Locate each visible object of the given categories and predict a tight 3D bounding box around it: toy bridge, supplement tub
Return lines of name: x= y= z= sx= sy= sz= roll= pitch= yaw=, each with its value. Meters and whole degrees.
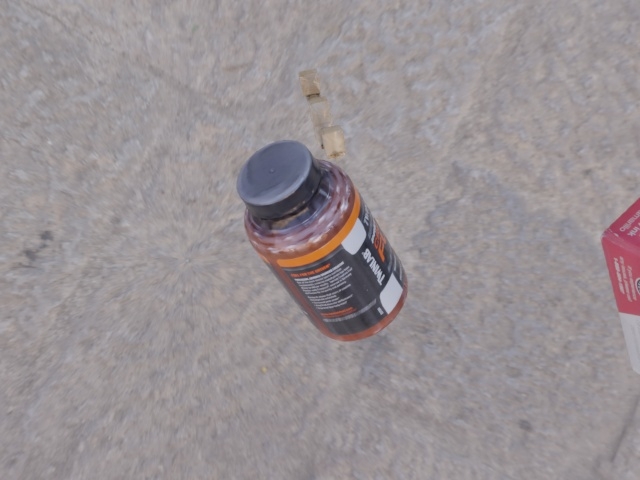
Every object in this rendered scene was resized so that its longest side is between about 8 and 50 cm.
toy bridge: x=0.003 y=-0.141 z=1.189 sx=0.026 sy=0.188 sz=0.063 roll=-14 pitch=124 yaw=-2
supplement tub: x=0.000 y=0.000 z=0.883 sx=0.106 sy=0.106 sz=0.198 roll=-41 pitch=136 yaw=-7

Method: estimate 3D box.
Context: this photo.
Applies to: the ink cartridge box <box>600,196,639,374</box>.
ink cartridge box: x=0.523 y=0.112 z=1.081 sx=0.160 sy=0.384 sz=0.279 roll=-40 pitch=133 yaw=-14
